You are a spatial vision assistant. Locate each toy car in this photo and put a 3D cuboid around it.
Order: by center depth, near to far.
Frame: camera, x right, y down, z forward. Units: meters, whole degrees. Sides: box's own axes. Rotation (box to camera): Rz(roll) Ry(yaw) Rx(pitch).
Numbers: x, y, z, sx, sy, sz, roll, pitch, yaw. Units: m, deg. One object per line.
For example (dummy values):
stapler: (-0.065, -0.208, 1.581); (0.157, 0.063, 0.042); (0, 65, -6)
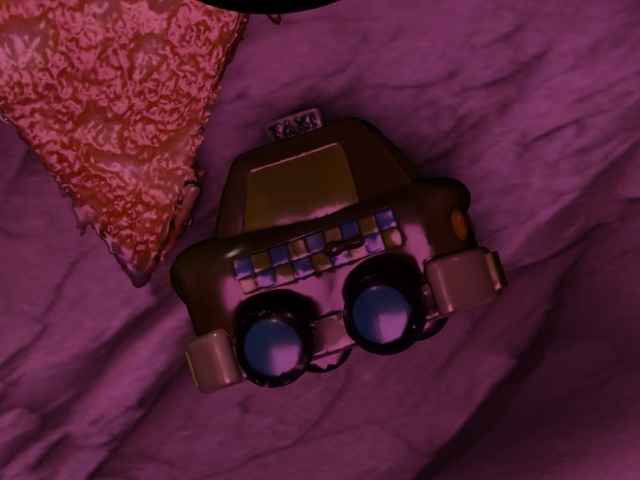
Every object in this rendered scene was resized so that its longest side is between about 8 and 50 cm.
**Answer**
toy car: (0.000, 0.000, 1.319); (0.247, 0.204, 0.198); (-19, 87, 10)

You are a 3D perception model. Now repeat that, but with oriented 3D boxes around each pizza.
pizza: (-0.128, -0.132, 1.312); (0.251, 0.074, 0.288); (-27, 109, 15)

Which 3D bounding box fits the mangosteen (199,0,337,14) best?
mangosteen: (-0.014, -0.306, 1.152); (0.302, 0.275, 0.275); (-38, 110, -23)
